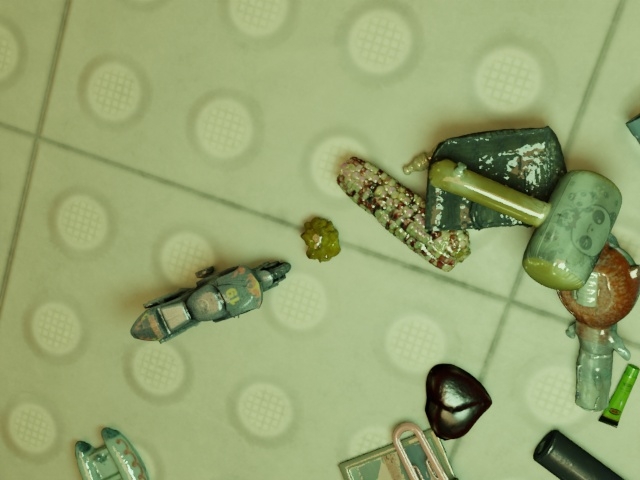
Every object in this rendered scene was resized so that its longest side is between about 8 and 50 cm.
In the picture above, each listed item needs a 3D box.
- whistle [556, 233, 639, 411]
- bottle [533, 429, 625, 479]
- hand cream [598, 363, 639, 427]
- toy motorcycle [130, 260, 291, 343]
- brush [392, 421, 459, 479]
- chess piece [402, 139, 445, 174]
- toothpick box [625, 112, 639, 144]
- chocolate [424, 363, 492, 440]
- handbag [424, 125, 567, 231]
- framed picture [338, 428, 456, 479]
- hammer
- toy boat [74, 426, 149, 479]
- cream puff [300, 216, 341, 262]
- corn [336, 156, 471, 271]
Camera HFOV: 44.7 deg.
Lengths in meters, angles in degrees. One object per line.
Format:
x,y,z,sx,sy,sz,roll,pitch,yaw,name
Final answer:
0.479,0.132,1.354,0.142,0.134,0.345,7,109,27,whistle
0.509,0.444,1.416,0.244,0.072,0.082,37,146,4,bottle
0.545,0.282,1.412,0.036,0.023,0.121,20,106,5,hand cream
-0.204,0.109,1.476,0.307,0.173,0.108,-22,95,13,toy motorcycle
0.206,0.453,1.467,0.103,0.047,0.233,-29,77,14,brush
0.192,-0.146,1.420,0.092,0.035,0.035,-29,92,19,chess piece
0.593,-0.157,1.292,0.101,0.101,0.153,-32,90,15,toothpick box
0.255,0.310,1.443,0.125,0.080,0.148,3,91,9,chocolate
0.307,-0.104,1.346,0.271,0.088,0.175,-6,94,0,handbag
0.183,0.534,1.502,0.213,0.016,0.289,-25,80,15,framed picture
0.321,-0.060,1.271,0.306,0.113,0.201,27,77,6,hammer
-0.439,0.502,1.639,0.134,0.079,0.207,-27,90,12,toy boat
0.000,0.000,1.471,0.083,0.058,0.083,24,101,6,cream puff
0.151,-0.049,1.419,0.281,0.092,0.092,37,104,10,corn
